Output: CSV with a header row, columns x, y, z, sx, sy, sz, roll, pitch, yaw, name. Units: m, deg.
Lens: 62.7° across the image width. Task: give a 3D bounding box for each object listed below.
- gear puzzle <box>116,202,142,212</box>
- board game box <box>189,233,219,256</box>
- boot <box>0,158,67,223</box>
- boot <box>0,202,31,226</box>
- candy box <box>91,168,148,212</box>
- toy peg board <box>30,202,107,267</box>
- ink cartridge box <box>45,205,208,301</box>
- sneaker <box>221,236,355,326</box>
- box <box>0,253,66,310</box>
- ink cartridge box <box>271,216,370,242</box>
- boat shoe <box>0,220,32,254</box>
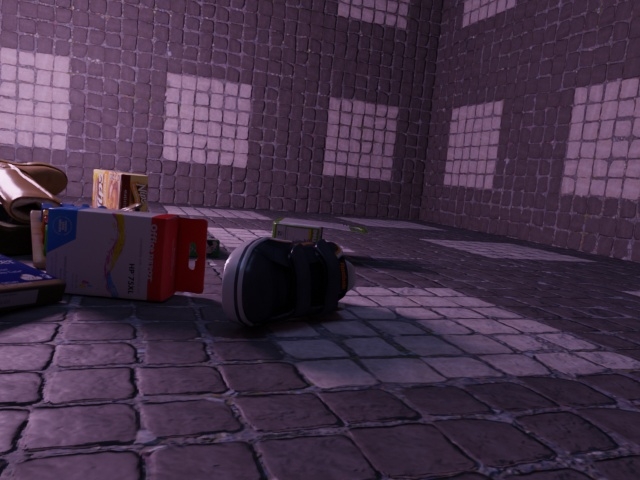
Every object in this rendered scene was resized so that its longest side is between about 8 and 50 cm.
x,y,z,sx,sy,sz,roll,pitch,yaw,name
-0.524,-0.015,1.233,0.176,0.044,0.339,-20,16,-1,gear puzzle
-0.412,-0.006,1.390,0.214,0.046,0.317,1,8,-25,board game box
-0.670,-0.110,1.251,0.270,0.089,0.236,28,16,34,boot
-0.791,-0.065,1.409,0.339,0.118,0.223,18,7,12,boot
-0.629,-0.123,1.632,0.088,0.182,0.317,1,7,-37,candy box
-0.486,-0.028,1.053,0.161,0.079,0.160,1,40,-32,toy peg board
-0.306,0.021,0.841,0.231,0.134,0.078,5,6,0,ink cartridge box
-0.031,0.055,0.799,0.128,0.126,0.321,1,3,17,sneaker
-0.497,0.043,0.739,0.226,0.036,0.136,17,6,17,box
0.000,0.000,1.453,0.256,0.096,0.189,7,6,1,ink cartridge box
-0.672,-0.005,1.068,0.074,0.080,0.224,2,-1,28,boat shoe
